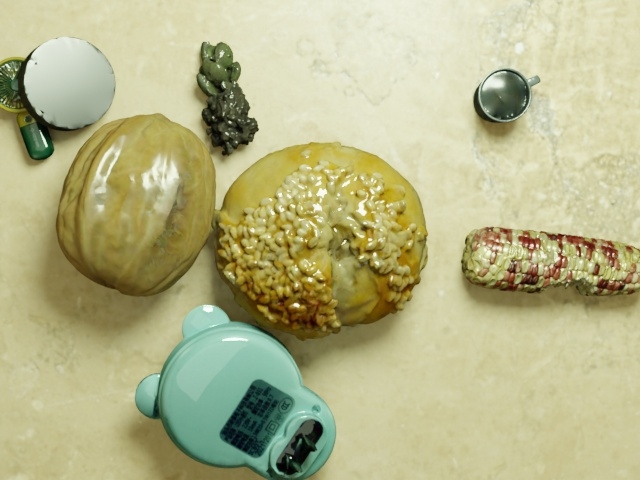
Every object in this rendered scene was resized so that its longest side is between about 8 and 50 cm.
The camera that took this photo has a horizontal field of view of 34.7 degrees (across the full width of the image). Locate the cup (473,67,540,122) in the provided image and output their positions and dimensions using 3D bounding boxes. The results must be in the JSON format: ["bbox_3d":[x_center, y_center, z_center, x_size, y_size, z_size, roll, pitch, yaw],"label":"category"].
[{"bbox_3d":[0.275,-0.216,1.512,0.100,0.077,0.078,-24,92,0],"label":"cup"}]

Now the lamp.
[{"bbox_3d":[-0.108,0.238,1.481,0.284,0.147,0.209,34,93,6],"label":"lamp"}]

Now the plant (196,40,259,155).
[{"bbox_3d":[-0.142,-0.213,1.504,0.085,0.087,0.174,-13,88,24],"label":"plant"}]

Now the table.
[{"bbox_3d":[-0.367,-0.226,1.485,0.133,0.043,0.134,-1,93,-26],"label":"table"}]

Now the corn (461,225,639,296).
[{"bbox_3d":[0.353,0.036,1.517,0.289,0.098,0.098,7,92,-4],"label":"corn"}]

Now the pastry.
[{"bbox_3d":[0.000,0.000,1.458,0.315,0.184,0.285,-4,91,-1],"label":"pastry"}]

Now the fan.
[{"bbox_3d":[-0.433,-0.193,1.512,0.082,0.039,0.155,-17,93,-2],"label":"fan"}]

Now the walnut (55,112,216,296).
[{"bbox_3d":[-0.256,-0.053,1.439,0.224,0.225,0.261,11,86,-2],"label":"walnut"}]
